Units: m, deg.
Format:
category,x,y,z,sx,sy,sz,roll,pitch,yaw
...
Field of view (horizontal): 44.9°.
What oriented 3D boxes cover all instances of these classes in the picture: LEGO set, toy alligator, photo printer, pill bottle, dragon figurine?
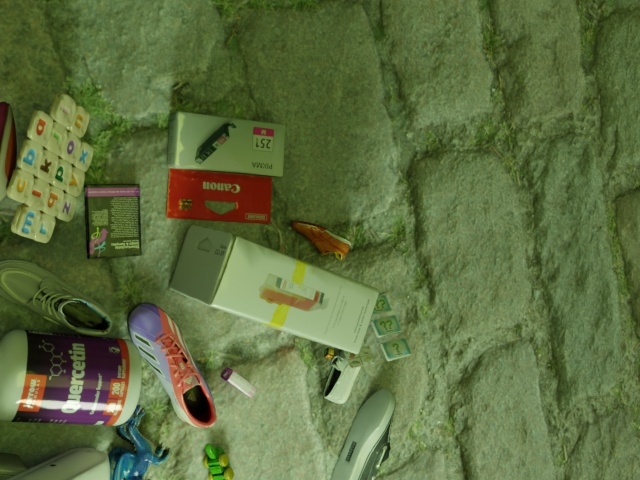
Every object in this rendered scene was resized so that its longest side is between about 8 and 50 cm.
category,x,y,z,sx,sy,sz,roll,pitch,yaw
LEGO set,0.106,0.225,1.966,0.244,0.060,0.182,-8,62,-29
toy alligator,-0.230,0.555,1.838,0.051,0.056,0.190,-47,122,-65
photo printer,-0.533,0.563,1.543,0.307,0.107,0.256,-2,104,-73
pill bottle,-0.538,0.277,1.563,0.323,0.181,0.181,10,88,-31
dragon figurine,-0.423,0.503,1.699,0.144,0.085,0.289,22,81,-29

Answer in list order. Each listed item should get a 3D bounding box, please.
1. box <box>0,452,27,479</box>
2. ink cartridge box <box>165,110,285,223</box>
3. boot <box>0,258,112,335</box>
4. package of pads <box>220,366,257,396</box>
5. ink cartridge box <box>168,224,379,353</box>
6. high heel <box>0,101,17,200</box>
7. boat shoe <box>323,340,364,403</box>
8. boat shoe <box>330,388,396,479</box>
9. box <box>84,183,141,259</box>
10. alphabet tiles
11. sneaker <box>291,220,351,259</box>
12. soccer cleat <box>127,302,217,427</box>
category,x,y,z,sx,sy,sz,roll,pitch,yaw
box,-0.745,0.475,1.487,0.311,0.121,0.148,19,82,-30
ink cartridge box,-0.218,-0.164,1.799,0.275,0.060,0.239,2,90,-30
boot,-0.544,0.117,1.584,0.258,0.123,0.095,29,78,-28
package of pads,-0.194,0.337,1.844,0.083,0.050,0.032,42,72,-26
ink cartridge box,-0.110,0.111,1.751,0.384,0.279,0.160,23,83,-29
high heel,-0.651,-0.082,1.357,0.181,0.127,0.377,8,69,-8
boat shoe,0.056,0.325,1.988,0.063,0.066,0.184,21,92,-30
boat shoe,0.133,0.537,2.016,0.102,0.108,0.301,29,81,-28
box,-0.451,-0.042,1.686,0.116,0.029,0.162,-3,93,-29
alphabet tiles,-0.528,-0.139,1.524,0.021,0.278,0.284,16,84,6
sneaker,0.000,0.000,1.934,0.175,0.064,0.067,27,89,-26
soccer cleat,-0.321,0.279,1.727,0.108,0.116,0.318,-32,108,-25
